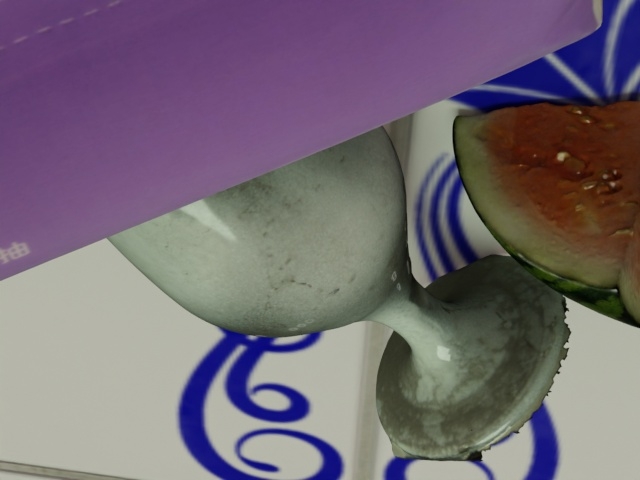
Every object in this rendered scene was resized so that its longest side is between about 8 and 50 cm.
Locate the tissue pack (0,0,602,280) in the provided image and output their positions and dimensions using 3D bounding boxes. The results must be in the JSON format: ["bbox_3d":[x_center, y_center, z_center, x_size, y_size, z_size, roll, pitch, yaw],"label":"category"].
[{"bbox_3d":[-0.087,-0.122,0.552,0.338,0.160,0.242,-22,140,-3],"label":"tissue pack"}]

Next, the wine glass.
[{"bbox_3d":[0.000,0.000,0.817,0.126,0.126,0.241,-21,136,34],"label":"wine glass"}]

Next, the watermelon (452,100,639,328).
[{"bbox_3d":[0.137,-0.024,0.816,0.135,0.125,0.094,4,120,-42],"label":"watermelon"}]
